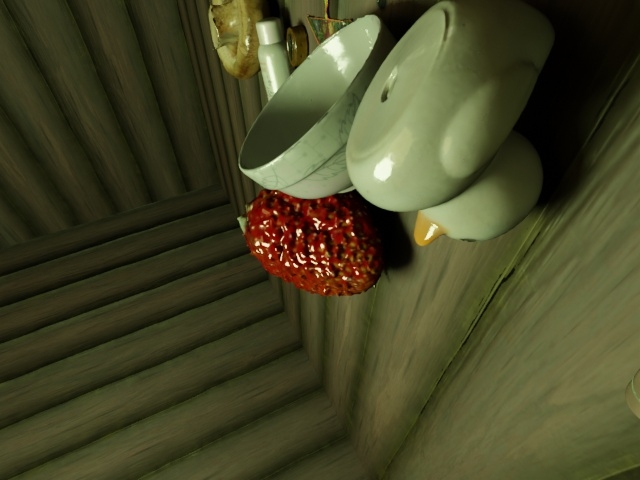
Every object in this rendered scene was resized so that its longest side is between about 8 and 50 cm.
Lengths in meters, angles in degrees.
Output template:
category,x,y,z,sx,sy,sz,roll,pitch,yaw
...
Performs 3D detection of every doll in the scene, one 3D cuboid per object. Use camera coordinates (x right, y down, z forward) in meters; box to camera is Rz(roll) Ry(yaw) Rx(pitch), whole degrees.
category,x,y,z,sx,sy,sz,roll,pitch,yaw
doll,0.151,-0.106,0.428,0.221,0.221,0.250,49,119,49

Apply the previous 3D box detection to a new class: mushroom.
category,x,y,z,sx,sy,sz,roll,pitch,yaw
mushroom,-0.205,-0.551,1.033,0.278,0.146,0.278,46,144,49

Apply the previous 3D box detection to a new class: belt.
category,x,y,z,sx,sy,sz,roll,pitch,yaw
belt,-0.053,-0.425,0.895,0.083,0.036,0.059,93,153,-53

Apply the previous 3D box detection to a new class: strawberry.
category,x,y,z,sx,sy,sz,roll,pitch,yaw
strawberry,0.001,0.000,0.891,0.343,0.292,0.292,44,153,25

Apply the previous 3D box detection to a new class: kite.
category,x,y,z,sx,sy,sz,roll,pitch,yaw
kite,0.014,-0.392,0.772,0.190,0.010,0.159,46,150,51

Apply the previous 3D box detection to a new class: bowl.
category,x,y,z,sx,sy,sz,roll,pitch,yaw
bowl,0.021,-0.177,0.627,0.144,0.287,0.287,37,180,-29

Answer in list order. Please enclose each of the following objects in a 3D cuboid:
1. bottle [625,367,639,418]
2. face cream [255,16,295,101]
category,x,y,z,sx,sy,sz,roll,pitch,yaw
bottle,0.315,0.110,0.349,0.053,0.053,0.140,53,156,43
face cream,-0.095,-0.382,0.980,0.082,0.082,0.268,46,154,53
